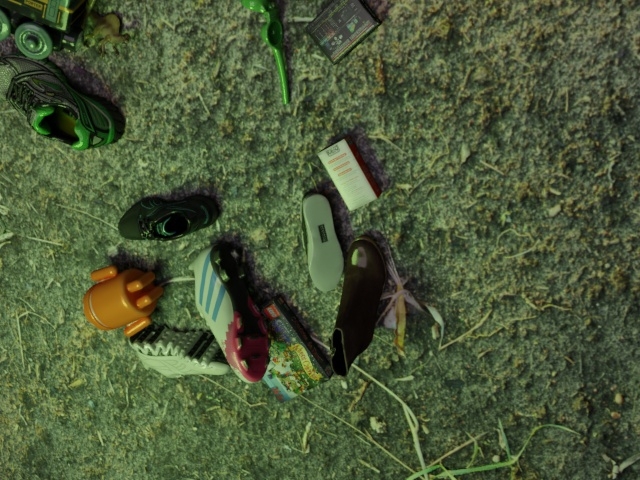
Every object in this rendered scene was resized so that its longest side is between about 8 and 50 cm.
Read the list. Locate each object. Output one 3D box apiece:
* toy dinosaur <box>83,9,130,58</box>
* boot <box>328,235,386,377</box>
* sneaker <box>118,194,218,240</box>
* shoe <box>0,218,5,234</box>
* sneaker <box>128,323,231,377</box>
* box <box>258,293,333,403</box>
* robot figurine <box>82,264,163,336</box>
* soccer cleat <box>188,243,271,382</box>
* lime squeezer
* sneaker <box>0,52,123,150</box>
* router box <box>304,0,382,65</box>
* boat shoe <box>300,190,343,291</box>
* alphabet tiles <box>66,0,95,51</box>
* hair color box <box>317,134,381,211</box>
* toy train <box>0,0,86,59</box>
[{"bbox_3d":[-0.474,-0.455,1.445,0.183,0.053,0.093,40,108,18],"label":"toy dinosaur"},{"bbox_3d":[0.074,0.135,1.389,0.090,0.207,0.249,5,112,17],"label":"boot"},{"bbox_3d":[-0.372,-0.047,1.533,0.267,0.106,0.101,-11,108,24],"label":"sneaker"},{"bbox_3d":[-0.905,-0.076,1.720,0.063,0.081,0.178,-34,97,27],"label":"shoe"},{"bbox_3d":[-0.340,0.292,1.665,0.292,0.110,0.118,9,121,25],"label":"sneaker"},{"bbox_3d":[-0.097,0.262,1.592,0.159,0.044,0.233,-32,98,27],"label":"box"},{"bbox_3d":[-0.494,0.150,1.640,0.219,0.128,0.158,-22,140,25],"label":"robot figurine"},{"bbox_3d":[-0.213,0.173,1.531,0.143,0.116,0.331,-27,74,38],"label":"soccer cleat"},{"bbox_3d":[-0.127,-0.424,1.323,0.110,0.059,0.310,-32,99,27],"label":"lime squeezer"},{"bbox_3d":[-0.621,-0.315,1.490,0.343,0.146,0.134,27,117,8],"label":"sneaker"},{"bbox_3d":[0.044,-0.413,1.277,0.122,0.038,0.092,-36,95,28],"label":"router box"},{"bbox_3d":[0.000,0.000,1.442,0.077,0.070,0.219,-10,104,-13],"label":"boat shoe"},{"bbox_3d":[-0.625,-0.586,1.438,0.342,0.011,0.285,43,119,6],"label":"alphabet tiles"},{"bbox_3d":[0.061,-0.139,1.378,0.072,0.043,0.141,-25,102,26],"label":"hair color box"},{"bbox_3d":[-0.633,-0.506,1.337,0.333,0.142,0.190,22,125,-12],"label":"toy train"}]
